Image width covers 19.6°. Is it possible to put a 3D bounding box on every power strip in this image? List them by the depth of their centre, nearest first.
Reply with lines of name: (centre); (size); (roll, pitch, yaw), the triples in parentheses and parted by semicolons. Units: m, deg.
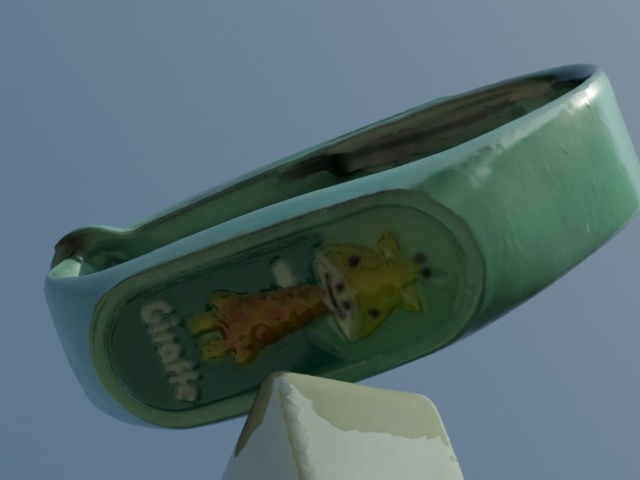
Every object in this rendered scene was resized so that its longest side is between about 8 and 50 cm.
power strip: (0.022, 0.153, 0.436); (0.062, 0.385, 0.091); (13, -65, -18)

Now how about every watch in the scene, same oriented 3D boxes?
watch: (0.000, 0.000, 0.684); (0.237, 0.195, 0.068); (-21, -79, 16)
